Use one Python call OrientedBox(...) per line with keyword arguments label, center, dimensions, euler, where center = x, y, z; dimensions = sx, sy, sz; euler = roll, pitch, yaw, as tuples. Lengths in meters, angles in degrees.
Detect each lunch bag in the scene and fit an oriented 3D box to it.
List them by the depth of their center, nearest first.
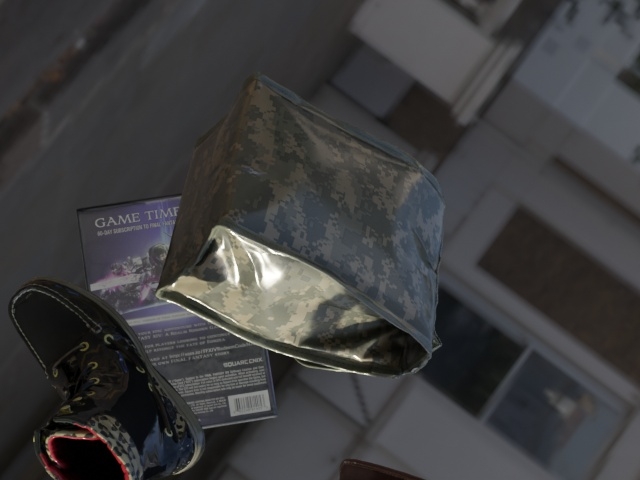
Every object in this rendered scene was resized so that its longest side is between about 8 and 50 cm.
OrientedBox(label="lunch bag", center=(0.000, 0.000, 1.621), dimensions=(0.169, 0.287, 0.235), euler=(-46, -155, 42))

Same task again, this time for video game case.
OrientedBox(label="video game case", center=(-0.166, 0.083, 1.786), dimensions=(0.196, 0.274, 0.026), euler=(-8, 170, -4))

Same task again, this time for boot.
OrientedBox(label="boot", center=(-0.216, 0.134, 1.396), dimensions=(0.085, 0.236, 0.178), euler=(-45, 176, 15))

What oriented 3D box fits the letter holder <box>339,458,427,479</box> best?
OrientedBox(label="letter holder", center=(0.101, 0.416, 1.896), dimensions=(0.152, 0.302, 0.214), euler=(-23, 121, -46))
